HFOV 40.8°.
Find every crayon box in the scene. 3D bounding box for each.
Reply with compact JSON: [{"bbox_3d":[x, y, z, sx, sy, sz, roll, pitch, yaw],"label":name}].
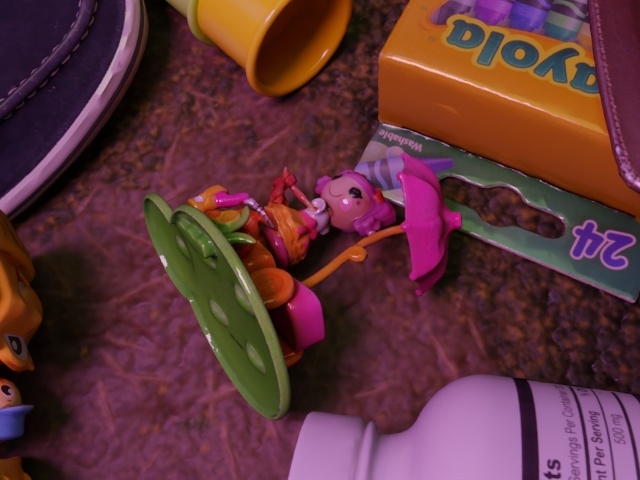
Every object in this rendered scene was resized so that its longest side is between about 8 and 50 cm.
[{"bbox_3d":[0.175,-0.147,0.569,0.203,0.083,0.322,23,70,14],"label":"crayon box"}]

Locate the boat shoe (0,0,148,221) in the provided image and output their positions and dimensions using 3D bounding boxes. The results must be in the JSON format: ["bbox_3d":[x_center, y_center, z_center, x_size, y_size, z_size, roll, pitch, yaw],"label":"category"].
[{"bbox_3d":[-0.337,-0.059,0.526,0.500,0.156,0.186,-29,65,-10],"label":"boat shoe"}]

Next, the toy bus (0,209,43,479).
[{"bbox_3d":[-0.230,0.110,0.457,0.220,0.149,0.211,-30,80,-12],"label":"toy bus"}]

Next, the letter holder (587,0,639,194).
[{"bbox_3d":[0.246,-0.189,0.438,0.215,0.152,0.301,-2,65,17],"label":"letter holder"}]

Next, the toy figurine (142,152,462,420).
[{"bbox_3d":[0.000,0.000,0.518,0.159,0.130,0.173,-25,41,-22],"label":"toy figurine"}]

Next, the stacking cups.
[{"bbox_3d":[-0.115,-0.234,0.625,0.096,0.096,0.316,-40,68,-13],"label":"stacking cups"}]

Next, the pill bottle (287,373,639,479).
[{"bbox_3d":[0.146,0.159,0.379,0.323,0.181,0.181,6,66,7],"label":"pill bottle"}]
